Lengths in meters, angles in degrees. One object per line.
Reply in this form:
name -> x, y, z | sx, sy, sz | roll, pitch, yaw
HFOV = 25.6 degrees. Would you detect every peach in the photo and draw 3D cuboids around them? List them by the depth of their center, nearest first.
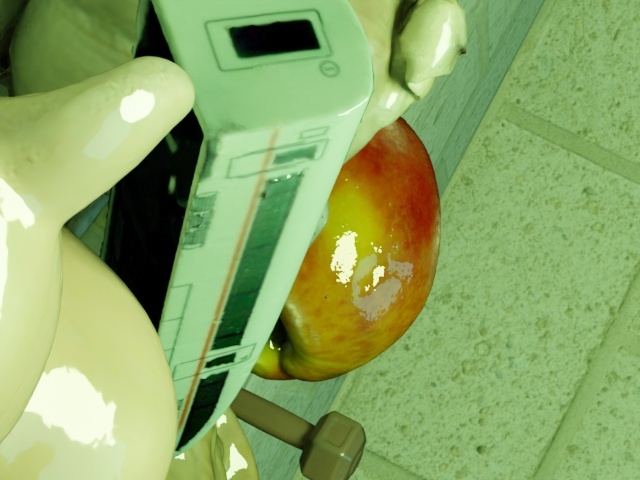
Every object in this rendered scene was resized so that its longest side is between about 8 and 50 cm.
peach -> 0.000, 0.000, 1.356 | 0.281, 0.238, 0.281 | -42, 138, -54

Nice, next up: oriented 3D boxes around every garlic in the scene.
garlic -> -0.041, -0.158, 0.822 | 0.322, 0.241, 0.322 | -55, -167, 19

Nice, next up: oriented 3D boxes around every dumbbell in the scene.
dumbbell -> -0.060, 0.200, 1.596 | 0.092, 0.230, 0.082 | -55, 165, -36

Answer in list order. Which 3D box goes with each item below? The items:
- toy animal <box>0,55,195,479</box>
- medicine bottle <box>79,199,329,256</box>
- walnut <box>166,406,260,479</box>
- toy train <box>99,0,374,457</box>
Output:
toy animal -> -0.172, 0.039, 0.564 | 0.326, 0.269, 0.237 | 43, 66, -38
medicine bottle -> -0.066, -0.029, 1.008 | 0.215, 0.135, 0.135 | -53, 169, -5
walnut -> -0.163, 0.188, 1.017 | 0.273, 0.226, 0.273 | -9, 90, -73
toy train -> -0.063, 0.018, 0.728 | 0.088, 0.086, 0.407 | -14, 155, -21
